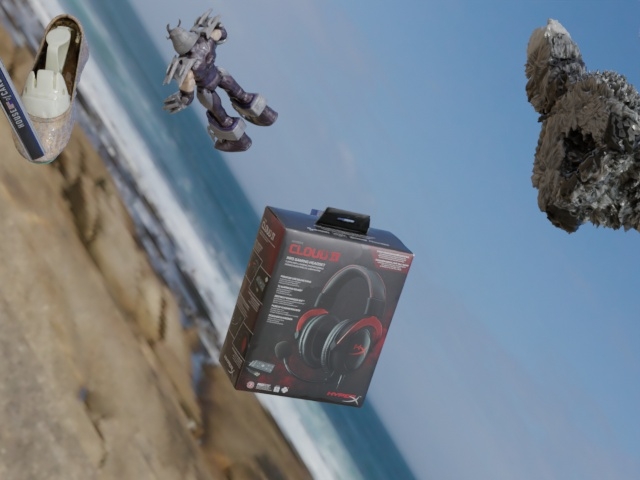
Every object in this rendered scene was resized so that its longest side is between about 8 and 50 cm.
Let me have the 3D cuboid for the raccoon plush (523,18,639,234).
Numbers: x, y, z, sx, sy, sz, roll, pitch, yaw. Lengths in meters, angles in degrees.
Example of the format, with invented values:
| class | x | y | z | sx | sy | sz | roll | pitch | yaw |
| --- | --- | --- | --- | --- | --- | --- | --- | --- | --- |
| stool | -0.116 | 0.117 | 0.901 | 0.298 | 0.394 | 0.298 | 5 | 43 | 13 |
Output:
| class | x | y | z | sx | sy | sz | roll | pitch | yaw |
| --- | --- | --- | --- | --- | --- | --- | --- | --- | --- |
| raccoon plush | 0.495 | -0.161 | 1.819 | 0.216 | 0.299 | 0.446 | 129 | -29 | -50 |

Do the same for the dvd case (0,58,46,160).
| class | x | y | z | sx | sy | sz | roll | pitch | yaw |
| --- | --- | --- | --- | --- | --- | --- | --- | --- | --- |
| dvd case | -0.449 | -0.245 | 1.645 | 0.179 | 0.029 | 0.239 | 57 | -12 | 39 |

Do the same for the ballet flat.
| class | x | y | z | sx | sy | sz | roll | pitch | yaw |
| --- | --- | --- | --- | --- | --- | --- | --- | --- | --- |
| ballet flat | -0.465 | -0.273 | 2.072 | 0.106 | 0.107 | 0.316 | 103 | -10 | -49 |

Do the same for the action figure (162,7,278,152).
| class | x | y | z | sx | sy | sz | roll | pitch | yaw |
| --- | --- | --- | --- | --- | --- | --- | --- | --- | --- |
| action figure | -0.190 | -0.268 | 2.055 | 0.099 | 0.185 | 0.285 | 20 | -22 | 38 |

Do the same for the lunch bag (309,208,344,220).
| class | x | y | z | sx | sy | sz | roll | pitch | yaw |
| --- | --- | --- | --- | --- | --- | --- | --- | --- | --- |
| lunch bag | 0.000 | 0.000 | 1.975 | 0.067 | 0.065 | 0.098 | -70 | 169 | -62 |

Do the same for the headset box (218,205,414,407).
| class | x | y | z | sx | sy | sz | roll | pitch | yaw |
| --- | --- | --- | --- | --- | --- | --- | --- | --- | --- |
| headset box | -0.004 | 0.088 | 1.827 | 0.218 | 0.293 | 0.110 | 12 | 15 | -24 |
